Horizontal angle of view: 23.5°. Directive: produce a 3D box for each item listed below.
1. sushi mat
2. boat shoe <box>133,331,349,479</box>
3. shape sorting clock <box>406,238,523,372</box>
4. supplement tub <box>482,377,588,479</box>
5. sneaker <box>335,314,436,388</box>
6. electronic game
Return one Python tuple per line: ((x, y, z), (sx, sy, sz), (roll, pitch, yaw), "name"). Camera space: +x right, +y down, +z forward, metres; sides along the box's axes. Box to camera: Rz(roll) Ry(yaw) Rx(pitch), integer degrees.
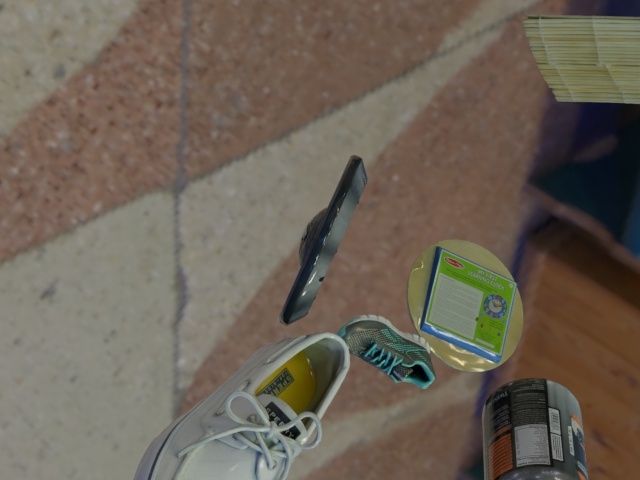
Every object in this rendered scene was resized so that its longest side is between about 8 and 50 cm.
((0.399, -0.209, 1.791), (0.151, 0.316, 0.019), (56, 49, -48), "sushi mat")
((-0.068, 0.222, 1.761), (0.156, 0.136, 0.367), (-28, -170, 43), "boat shoe")
((0.216, 0.097, 2.302), (0.206, 0.206, 0.040), (-35, -176, -31), "shape sorting clock")
((0.241, 0.256, 1.723), (0.190, 0.117, 0.117), (-85, 180, -50), "supplement tub")
((0.093, 0.151, 2.038), (0.166, 0.076, 0.065), (19, 120, -35), "sneaker")
((0.000, 0.000, 1.905), (0.229, 0.048, 0.229), (25, 90, -90), "electronic game")
